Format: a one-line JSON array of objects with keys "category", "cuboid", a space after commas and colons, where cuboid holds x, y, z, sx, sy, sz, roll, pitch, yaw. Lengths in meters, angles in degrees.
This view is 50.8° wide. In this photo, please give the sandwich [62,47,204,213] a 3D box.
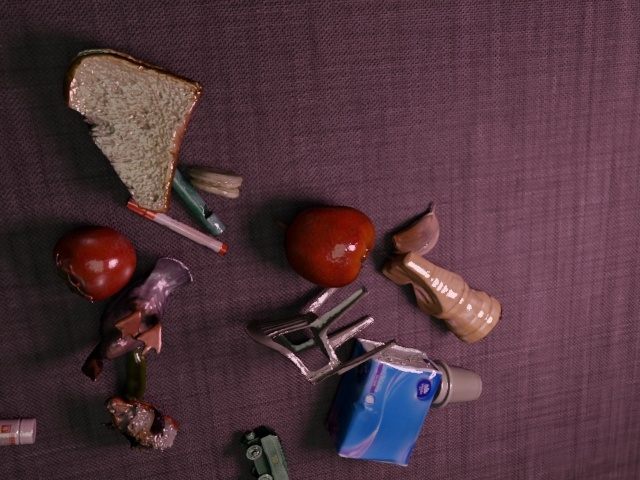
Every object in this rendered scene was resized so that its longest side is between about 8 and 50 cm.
[{"category": "sandwich", "cuboid": [-0.383, -0.215, 1.318, 0.254, 0.099, 0.288, 13, 101, -17]}]

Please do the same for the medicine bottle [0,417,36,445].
[{"category": "medicine bottle", "cuboid": [-0.678, 0.422, 1.485, 0.089, 0.057, 0.057, 1, 107, -15]}]

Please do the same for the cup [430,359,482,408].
[{"category": "cup", "cuboid": [0.331, 0.366, 1.699, 0.141, 0.120, 0.120, 11, 104, -25]}]

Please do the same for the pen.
[{"category": "pen", "cuboid": [-0.307, -0.029, 1.454, 0.239, 0.028, 0.028, 29, 98, -21]}]

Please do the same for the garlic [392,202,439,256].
[{"category": "garlic", "cuboid": [0.235, -0.008, 1.579, 0.152, 0.066, 0.084, -34, 110, 0]}]

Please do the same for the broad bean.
[{"category": "broad bean", "cuboid": [-0.434, 0.341, 1.531, 0.069, 0.039, 0.226, 17, 105, -22]}]

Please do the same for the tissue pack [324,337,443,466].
[{"category": "tissue pack", "cuboid": [0.151, 0.392, 1.641, 0.198, 0.146, 0.263, 14, 103, -19]}]

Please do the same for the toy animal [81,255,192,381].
[{"category": "toy animal", "cuboid": [-0.390, 0.166, 1.420, 0.122, 0.185, 0.298, 35, 71, -21]}]

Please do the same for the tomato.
[{"category": "tomato", "cuboid": [-0.458, 0.041, 1.378, 0.167, 0.167, 0.167, -4, 108, -13]}]

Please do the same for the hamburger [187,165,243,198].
[{"category": "hamburger", "cuboid": [-0.223, -0.122, 1.417, 0.121, 0.084, 0.054, 17, 104, -17]}]

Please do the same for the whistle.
[{"category": "whistle", "cuboid": [-0.272, -0.087, 1.441, 0.039, 0.039, 0.186, -38, 111, -1]}]

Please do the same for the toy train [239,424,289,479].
[{"category": "toy train", "cuboid": [-0.133, 0.533, 1.656, 0.100, 0.070, 0.171, -20, 110, -15]}]

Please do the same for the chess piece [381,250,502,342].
[{"category": "chess piece", "cuboid": [0.282, 0.120, 1.598, 0.301, 0.137, 0.137, 36, 96, -22]}]

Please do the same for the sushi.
[{"category": "sushi", "cuboid": [-0.398, 0.416, 1.503, 0.097, 0.103, 0.226, -52, 131, -11]}]

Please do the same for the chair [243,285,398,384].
[{"category": "chair", "cuboid": [-0.007, 0.203, 1.517, 0.275, 0.203, 0.190, -32, 107, -9]}]

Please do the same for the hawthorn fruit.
[{"category": "hawthorn fruit", "cuboid": [0.000, 0.000, 1.471, 0.226, 0.196, 0.196, 21, 102, 6]}]
